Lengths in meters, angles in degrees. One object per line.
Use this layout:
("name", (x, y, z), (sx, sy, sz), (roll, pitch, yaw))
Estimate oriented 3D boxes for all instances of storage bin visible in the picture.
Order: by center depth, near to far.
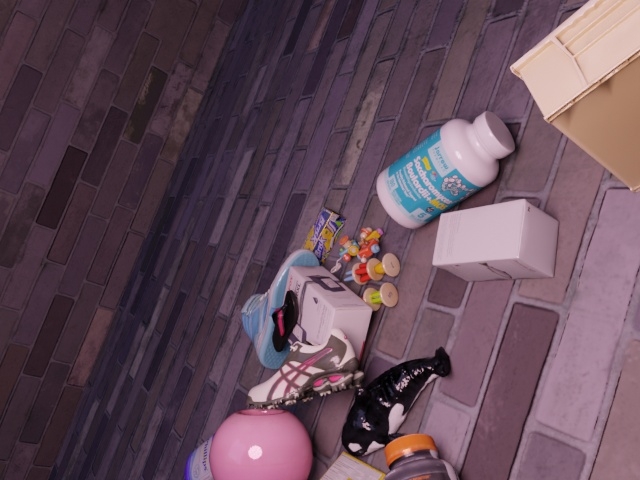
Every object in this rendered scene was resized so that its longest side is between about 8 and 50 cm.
("storage bin", (0.456, -0.224, 0.740), (0.260, 0.262, 0.123), (-39, 42, 35))

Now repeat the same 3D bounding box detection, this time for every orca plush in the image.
("orca plush", (0.118, 0.305, 1.032), (0.287, 0.102, 0.151), (-42, 40, 33))

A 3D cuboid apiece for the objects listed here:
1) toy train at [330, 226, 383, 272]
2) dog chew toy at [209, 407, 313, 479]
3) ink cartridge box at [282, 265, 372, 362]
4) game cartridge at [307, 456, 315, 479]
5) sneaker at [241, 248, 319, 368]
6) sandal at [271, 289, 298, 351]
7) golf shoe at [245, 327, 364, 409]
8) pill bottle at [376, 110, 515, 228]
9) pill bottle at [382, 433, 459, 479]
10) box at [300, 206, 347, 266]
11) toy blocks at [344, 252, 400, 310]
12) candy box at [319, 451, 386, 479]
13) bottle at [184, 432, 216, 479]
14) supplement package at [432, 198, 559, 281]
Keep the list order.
("toy train", (0.081, 0.015, 1.281), (0.166, 0.046, 0.125), (-27, 17, 48))
("dog chew toy", (-0.117, 0.509, 1.083), (0.206, 0.206, 0.332), (-12, 75, 52))
("ink cartridge box", (0.002, 0.178, 1.243), (0.237, 0.100, 0.172), (38, 121, 57))
("game cartridge", (-0.123, 0.590, 1.242), (0.198, 0.062, 0.297), (10, 78, 61))
("sneaker", (-0.120, 0.148, 1.433), (0.208, 0.127, 0.319), (34, 105, 58))
("sandal", (-0.092, 0.191, 1.266), (0.067, 0.040, 0.179), (61, 140, 45))
("golf shoe", (-0.041, 0.270, 1.119), (0.273, 0.105, 0.120), (-24, 72, 24))
("pill bottle", (0.248, -0.143, 1.095), (0.264, 0.146, 0.146), (-36, 42, 38))
("pill bottle", (0.169, 0.432, 0.850), (0.130, 0.130, 0.246), (-45, 38, 30))
("box", (0.000, 0.000, 1.448), (0.169, 0.054, 0.059), (-61, 33, 6))
("toy blocks", (0.105, 0.102, 1.229), (0.148, 0.054, 0.123), (-22, 52, 48))
("candy box", (0.074, 0.468, 1.014), (0.105, 0.027, 0.206), (-39, 21, -28))
("bottle", (-0.243, 0.545, 1.405), (0.283, 0.092, 0.118), (-44, 35, 30))
("supplement package", (0.303, 0.006, 0.959), (0.179, 0.105, 0.105), (-10, 61, 53))
